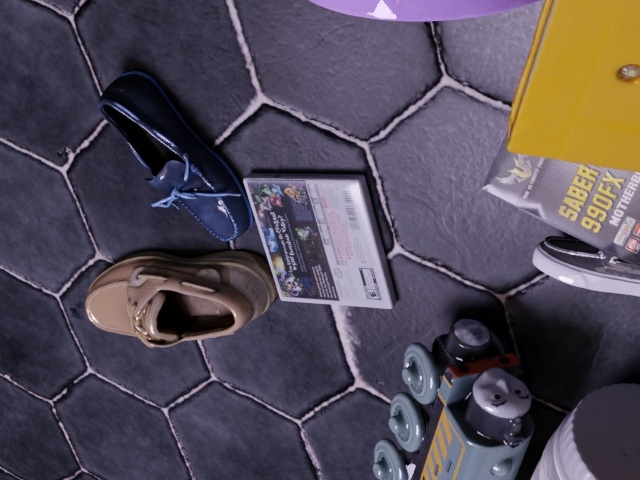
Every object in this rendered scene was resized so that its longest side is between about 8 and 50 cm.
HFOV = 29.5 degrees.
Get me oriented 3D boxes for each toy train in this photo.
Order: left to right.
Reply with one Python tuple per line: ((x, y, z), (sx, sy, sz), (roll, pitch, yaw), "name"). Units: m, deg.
((0.173, 0.258, 1.508), (0.190, 0.142, 0.334), (57, 146, 42), "toy train")

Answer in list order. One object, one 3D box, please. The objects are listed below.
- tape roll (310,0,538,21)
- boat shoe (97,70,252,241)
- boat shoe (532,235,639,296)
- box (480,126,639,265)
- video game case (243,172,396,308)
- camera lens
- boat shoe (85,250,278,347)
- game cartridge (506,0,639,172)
((0.102, -0.294, 1.107), (0.275, 0.275, 0.090), (12, 126, 26), "tape roll")
((-0.198, -0.093, 1.574), (0.258, 0.089, 0.109), (47, 134, -5), "boat shoe")
((0.345, 0.018, 1.316), (0.228, 0.080, 0.076), (15, 114, 26), "boat shoe")
((0.291, -0.116, 1.229), (0.183, 0.056, 0.231), (28, 118, 12), "box")
((0.000, 0.000, 1.561), (0.173, 0.022, 0.190), (2, 123, 31), "video game case")
((0.348, 0.332, 1.435), (0.219, 0.219, 0.274), (26, 132, 15), "camera lens")
((-0.220, 0.087, 1.703), (0.341, 0.110, 0.121), (-11, 115, 37), "boat shoe")
((0.344, -0.150, 1.045), (0.323, 0.053, 0.285), (8, 149, 0), "game cartridge")
